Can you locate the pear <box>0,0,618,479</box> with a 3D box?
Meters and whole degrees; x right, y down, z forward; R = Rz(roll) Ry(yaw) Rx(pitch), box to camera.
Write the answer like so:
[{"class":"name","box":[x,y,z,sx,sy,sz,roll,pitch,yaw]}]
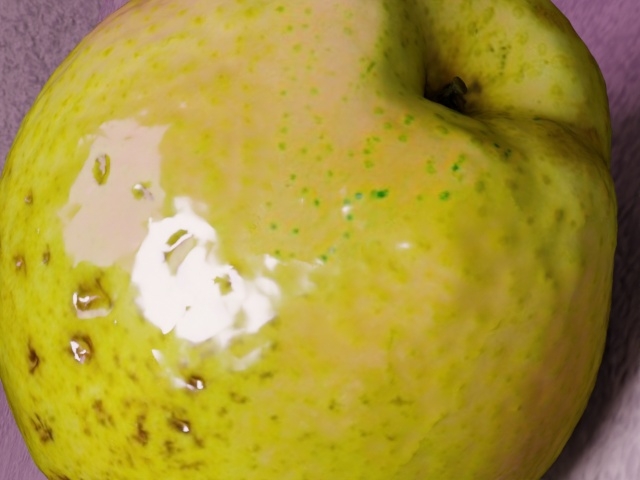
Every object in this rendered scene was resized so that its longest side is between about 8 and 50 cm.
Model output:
[{"class":"pear","box":[0.000,0.000,1.068,0.391,0.391,0.391,-53,26,39]}]
